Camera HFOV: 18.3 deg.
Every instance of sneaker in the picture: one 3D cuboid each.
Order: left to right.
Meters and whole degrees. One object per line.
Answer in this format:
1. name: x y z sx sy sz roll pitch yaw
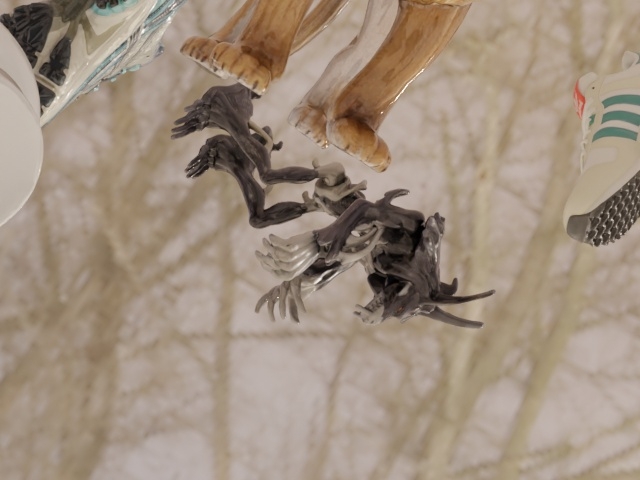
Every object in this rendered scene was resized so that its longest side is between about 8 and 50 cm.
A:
1. sneaker: -0.197 -0.163 1.696 0.122 0.283 0.110 20 33 -57
2. sneaker: 0.177 -0.060 1.213 0.075 0.161 0.057 30 -36 20

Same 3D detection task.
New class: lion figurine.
1. lion figurine: 0.042 -0.166 1.030 0.142 0.240 0.392 32 0 -17

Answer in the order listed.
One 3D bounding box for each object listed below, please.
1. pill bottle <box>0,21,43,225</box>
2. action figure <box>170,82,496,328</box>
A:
1. pill bottle: -0.118 -0.043 0.563 0.067 0.067 0.120 49 -3 -32
2. action figure: 0.000 0.000 1.581 0.276 0.141 0.164 40 -23 18
